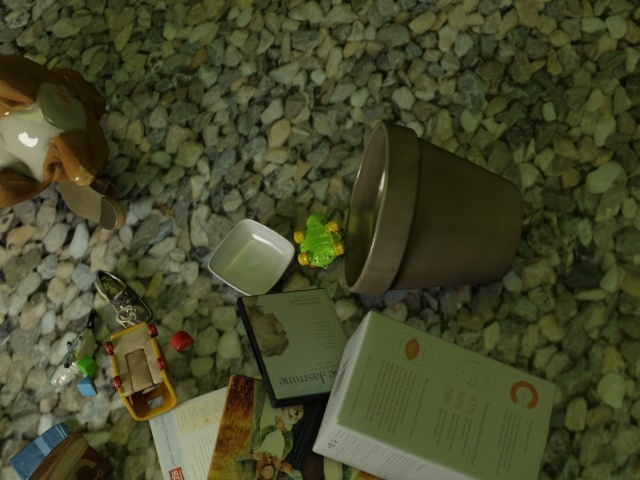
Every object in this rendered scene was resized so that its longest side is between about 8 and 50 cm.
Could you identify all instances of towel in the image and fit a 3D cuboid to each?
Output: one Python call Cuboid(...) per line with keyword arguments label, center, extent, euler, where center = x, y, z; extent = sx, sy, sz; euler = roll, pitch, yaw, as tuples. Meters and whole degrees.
Cuboid(label="towel", center=(-0.511, 0.393, 1.829), extent=(0.119, 0.029, 0.067), euler=(-38, 66, -12))

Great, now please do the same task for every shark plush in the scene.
Cuboid(label="shark plush", center=(-0.473, 0.202, 1.907), extent=(0.067, 0.073, 0.161), euler=(-7, 64, 36))

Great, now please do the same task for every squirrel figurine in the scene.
Cuboid(label="squirrel figurine", center=(-0.624, -0.178, 2.001), extent=(0.370, 0.281, 0.397), euler=(-39, 18, 21))

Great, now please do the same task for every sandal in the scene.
Cuboid(label="sandal", center=(-0.448, -0.084, 2.035), extent=(0.079, 0.088, 0.240), euler=(-7, 28, -43))

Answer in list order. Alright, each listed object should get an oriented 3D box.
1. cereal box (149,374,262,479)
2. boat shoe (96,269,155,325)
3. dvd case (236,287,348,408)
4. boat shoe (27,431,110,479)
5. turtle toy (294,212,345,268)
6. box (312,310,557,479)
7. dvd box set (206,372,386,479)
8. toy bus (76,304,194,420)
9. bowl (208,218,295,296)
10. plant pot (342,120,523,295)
Cuboid(label="cereal box", center=(-0.178, 0.359, 1.803), extent=(0.240, 0.047, 0.173), euler=(-18, 63, -3))
Cuboid(label="boat shoe", center=(-0.388, 0.114, 1.941), extent=(0.152, 0.049, 0.056), euler=(35, 71, 19))
Cuboid(label="dvd case", center=(-0.037, 0.191, 1.818), extent=(0.180, 0.022, 0.253), euler=(-5, 46, -21))
Cuboid(label="boat shoe", center=(-0.482, 0.494, 1.702), extent=(0.123, 0.123, 0.342), euler=(46, 47, -15))
Cuboid(label="turtle toy", center=(0.000, 0.000, 1.950), extent=(0.095, 0.066, 0.130), euler=(-16, 62, 7))
Cuboid(label="box", center=(0.191, 0.298, 1.670), extent=(0.345, 0.168, 0.215), euler=(22, 60, -2))
Cuboid(label="dvd box set", center=(-0.049, 0.447, 1.661), extent=(0.307, 0.062, 0.421), euler=(14, 53, -2))
Cuboid(label="toy bus", center=(-0.331, 0.238, 1.844), extent=(0.190, 0.104, 0.202), euler=(9, 46, 29))
Cuboid(label="bowl", center=(-0.131, 0.043, 1.950), extent=(0.142, 0.053, 0.142), euler=(30, 71, 19))
Cuboid(label="plant pot", center=(0.212, -0.040, 1.841), extent=(0.280, 0.323, 0.323), euler=(10, 64, -7))
